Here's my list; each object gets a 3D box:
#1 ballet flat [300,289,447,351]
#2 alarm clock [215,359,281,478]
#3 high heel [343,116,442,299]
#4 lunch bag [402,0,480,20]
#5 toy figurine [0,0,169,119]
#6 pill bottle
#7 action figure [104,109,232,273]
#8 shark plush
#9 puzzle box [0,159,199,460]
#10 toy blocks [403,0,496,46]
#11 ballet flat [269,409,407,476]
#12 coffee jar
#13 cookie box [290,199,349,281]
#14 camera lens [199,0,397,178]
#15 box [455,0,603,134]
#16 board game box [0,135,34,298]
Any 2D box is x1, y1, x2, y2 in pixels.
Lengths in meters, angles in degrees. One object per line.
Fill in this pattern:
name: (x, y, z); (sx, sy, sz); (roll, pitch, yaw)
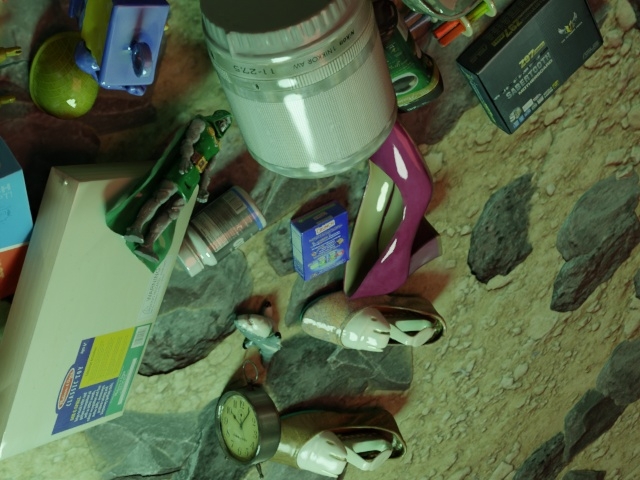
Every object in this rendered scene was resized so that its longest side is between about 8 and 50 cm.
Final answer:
ballet flat: (0.109, 0.147, 2.081); (0.316, 0.106, 0.107); (0, 122, -41)
alarm clock: (-0.119, 0.294, 1.992); (0.064, 0.129, 0.192); (-9, 107, -39)
high heel: (0.087, -0.049, 1.895); (0.181, 0.127, 0.377); (-30, 134, -10)
lunch bag: (0.160, -0.454, 1.525); (0.212, 0.256, 0.305); (39, 94, -24)
toy figurine: (-0.264, -0.226, 1.317); (0.191, 0.217, 0.362); (-12, 138, -37)
pill bottle: (-0.155, -0.012, 1.736); (0.137, 0.078, 0.078); (-38, 140, -10)
action figure: (-0.183, -0.083, 1.554); (0.232, 0.063, 0.137); (-61, 151, -22)
shark plush: (-0.103, 0.161, 1.971); (0.067, 0.073, 0.161); (-17, 156, -6)
puzzle box: (-0.313, 0.087, 1.603); (0.272, 0.052, 0.409); (-11, 126, -61)
toy blocks: (0.190, -0.344, 1.789); (0.148, 0.054, 0.123); (-38, 142, -8)
ballet flat: (0.036, 0.385, 2.200); (0.342, 0.124, 0.116); (7, 117, -44)
coffee jar: (0.108, -0.267, 1.742); (0.096, 0.079, 0.184); (-22, 141, 19)
cookie box: (0.000, 0.000, 1.914); (0.092, 0.040, 0.107); (-26, 136, -24)
camera lens: (-0.025, -0.235, 1.557); (0.219, 0.219, 0.274); (-36, 139, -14)
box: (0.350, -0.313, 1.954); (0.233, 0.059, 0.183); (-45, 139, -2)
board game box: (-0.503, 0.028, 1.423); (0.317, 0.064, 0.242); (-27, 152, -22)
